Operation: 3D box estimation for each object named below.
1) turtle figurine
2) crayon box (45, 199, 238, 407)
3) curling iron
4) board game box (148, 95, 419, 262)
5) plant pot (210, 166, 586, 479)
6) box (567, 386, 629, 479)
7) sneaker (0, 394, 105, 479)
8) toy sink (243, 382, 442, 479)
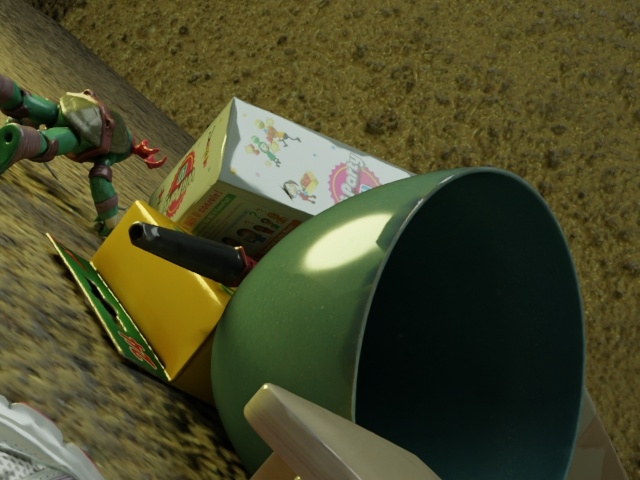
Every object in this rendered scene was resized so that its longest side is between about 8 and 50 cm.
[{"bbox_3d":[-0.258,-0.099,1.187,0.175,0.118,0.234,41,10,27],"label":"turtle figurine"},{"bbox_3d":[-0.072,0.084,1.024,0.318,0.081,0.202,35,6,-42],"label":"crayon box"},{"bbox_3d":[-0.060,0.028,0.913,0.068,0.035,0.274,43,5,33],"label":"curling iron"},{"bbox_3d":[0.000,0.000,1.153,0.303,0.097,0.224,20,-30,-21],"label":"board game box"},{"bbox_3d":[0.037,0.092,0.840,0.195,0.290,0.290,3,-22,40],"label":"plant pot"},{"bbox_3d":[0.233,0.235,1.262,0.148,0.121,0.311,40,-13,45],"label":"box"},{"bbox_3d":[-0.073,0.130,0.321,0.252,0.103,0.111,38,2,-12],"label":"sneaker"},{"bbox_3d":[0.022,0.176,0.499,0.153,0.131,0.234,41,-1,25],"label":"toy sink"}]
